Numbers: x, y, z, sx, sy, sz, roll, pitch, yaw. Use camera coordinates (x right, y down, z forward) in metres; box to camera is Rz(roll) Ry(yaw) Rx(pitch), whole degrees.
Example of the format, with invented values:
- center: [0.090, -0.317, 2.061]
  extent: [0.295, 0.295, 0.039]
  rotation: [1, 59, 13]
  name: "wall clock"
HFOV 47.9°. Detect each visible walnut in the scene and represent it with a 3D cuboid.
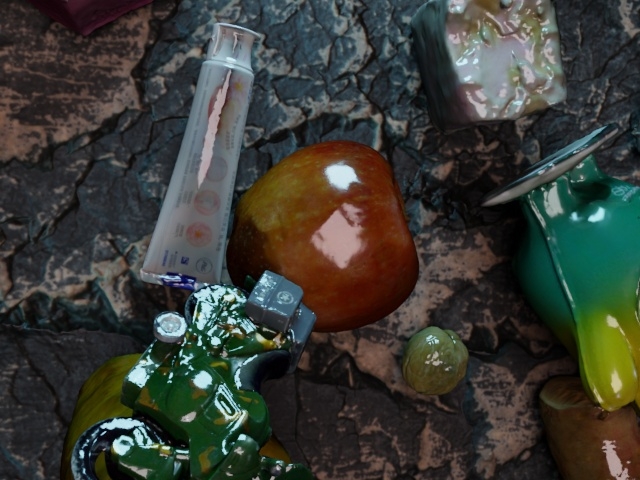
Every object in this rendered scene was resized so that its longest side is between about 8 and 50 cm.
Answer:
- center: [0.146, 0.156, 0.925]
  extent: [0.092, 0.092, 0.092]
  rotation: [0, 91, -11]
  name: "walnut"

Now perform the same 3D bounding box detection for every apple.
- center: [0.000, 0.000, 0.828]
  extent: [0.230, 0.230, 0.229]
  rotation: [0, 91, -11]
  name: "apple"

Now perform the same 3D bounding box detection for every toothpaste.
- center: [-0.137, -0.097, 0.879]
  extent: [0.100, 0.066, 0.323]
  rotation: [13, 93, -15]
  name: "toothpaste"

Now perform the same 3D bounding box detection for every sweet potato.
- center: [0.384, 0.347, 0.945]
  extent: [0.131, 0.131, 0.336]
  rotation: [-16, 93, -10]
  name: "sweet potato"

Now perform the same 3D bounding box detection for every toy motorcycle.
- center: [-0.077, 0.139, 0.642]
  extent: [0.187, 0.274, 0.124]
  rotation: [24, 131, 4]
  name: "toy motorcycle"

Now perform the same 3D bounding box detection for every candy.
- center: [0.199, -0.232, 0.878]
  extent: [0.137, 0.195, 0.184]
  rotation: [-12, 97, -5]
  name: "candy"

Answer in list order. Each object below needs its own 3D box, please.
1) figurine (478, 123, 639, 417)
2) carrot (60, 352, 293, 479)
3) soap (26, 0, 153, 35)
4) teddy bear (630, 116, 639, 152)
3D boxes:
- center: [0.362, 0.047, 0.893]
  extent: [0.324, 0.231, 0.340]
  rotation: [-28, 87, -44]
  name: "figurine"
- center: [-0.154, 0.264, 0.763]
  extent: [0.242, 0.341, 0.241]
  rotation: [-4, 103, -19]
  name: "carrot"
- center: [-0.231, -0.401, 0.823]
  extent: [0.220, 0.127, 0.324]
  rotation: [32, 84, -10]
  name: "soap"
- center: [0.536, -0.223, 0.961]
  extent: [0.171, 0.144, 0.250]
  rotation: [4, 92, -18]
  name: "teddy bear"
